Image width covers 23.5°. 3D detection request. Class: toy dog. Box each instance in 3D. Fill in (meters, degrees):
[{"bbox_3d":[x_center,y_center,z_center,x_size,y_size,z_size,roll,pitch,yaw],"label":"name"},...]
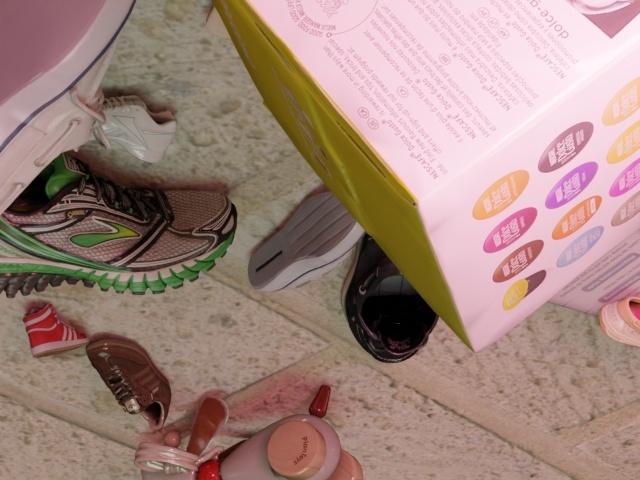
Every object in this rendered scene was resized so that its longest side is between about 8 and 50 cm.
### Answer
[{"bbox_3d":[-0.099,0.289,2.253,0.333,0.161,0.220,5,154,6],"label":"toy dog"}]

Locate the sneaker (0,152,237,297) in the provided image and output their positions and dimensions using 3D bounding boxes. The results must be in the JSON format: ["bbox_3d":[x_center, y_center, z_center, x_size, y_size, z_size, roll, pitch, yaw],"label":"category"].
[{"bbox_3d":[-0.255,-0.024,1.743,0.343,0.134,0.146,-4,122,-23],"label":"sneaker"}]

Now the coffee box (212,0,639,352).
[{"bbox_3d":[0.133,-0.172,1.257,0.334,0.338,0.337,-37,155,-4],"label":"coffee box"}]

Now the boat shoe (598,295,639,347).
[{"bbox_3d":[0.429,0.108,1.911,0.170,0.063,0.059,13,149,-25],"label":"boat shoe"}]

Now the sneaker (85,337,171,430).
[{"bbox_3d":[-0.258,0.198,2.121,0.066,0.071,0.188,-19,144,19],"label":"sneaker"}]

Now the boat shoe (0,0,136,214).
[{"bbox_3d":[-0.272,-0.136,1.543,0.156,0.136,0.367,18,121,-49],"label":"boat shoe"}]

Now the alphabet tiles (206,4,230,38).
[{"bbox_3d":[0.011,-0.281,1.504,0.284,0.021,0.278,10,143,-22],"label":"alphabet tiles"}]

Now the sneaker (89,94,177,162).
[{"bbox_3d":[-0.224,-0.135,1.662,0.152,0.054,0.061,16,125,-34],"label":"sneaker"}]

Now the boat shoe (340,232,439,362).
[{"bbox_3d":[0.099,0.089,1.981,0.127,0.113,0.340,-2,146,-8],"label":"boat shoe"}]

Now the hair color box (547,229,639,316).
[{"bbox_3d":[0.325,-0.013,1.870,0.374,0.114,0.185,17,141,-29],"label":"hair color box"}]

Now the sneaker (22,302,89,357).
[{"bbox_3d":[-0.348,0.115,2.021,0.042,0.067,0.118,-23,173,19],"label":"sneaker"}]

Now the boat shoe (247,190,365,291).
[{"bbox_3d":[0.000,0.000,1.881,0.075,0.083,0.226,6,157,-38],"label":"boat shoe"}]
